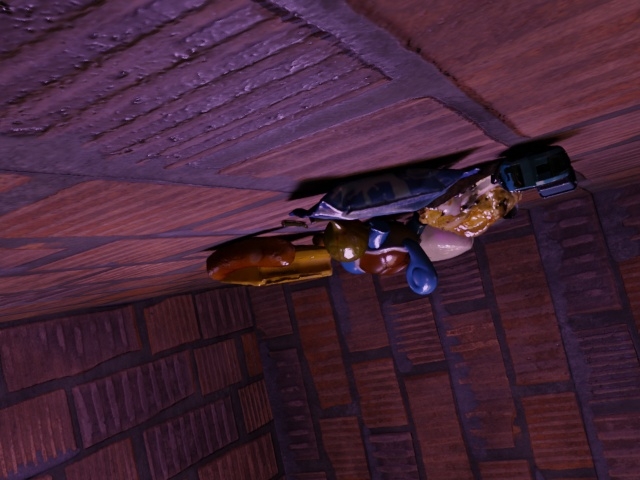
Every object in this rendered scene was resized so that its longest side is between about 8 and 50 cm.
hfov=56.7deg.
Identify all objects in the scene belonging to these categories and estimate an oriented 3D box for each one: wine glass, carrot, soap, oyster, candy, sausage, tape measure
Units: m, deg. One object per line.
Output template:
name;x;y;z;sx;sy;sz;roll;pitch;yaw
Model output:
wine glass;0.576;-0.096;2.015;0.103;0.103;0.222;-12;175;-13
carrot;0.000;0.000;1.917;0.048;0.048;0.139;-15;173;19
soap;-0.128;0.069;1.771;0.204;0.096;0.324;2;-176;41
oyster;0.323;-0.121;1.262;0.209;0.072;0.133;-37;159;23
candy;0.113;-0.082;1.072;0.331;0.077;0.187;-11;-178;-11
sausage;-0.197;0.043;1.561;0.302;0.076;0.103;-15;137;38
tape measure;0.400;-0.138;1.136;0.146;0.081;0.125;-16;-175;0

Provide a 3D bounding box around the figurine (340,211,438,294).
figurine;0.215;0.015;1.884;0.298;0.243;0.416;-21;-159;-31

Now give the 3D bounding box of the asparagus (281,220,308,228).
asparagus;-0.058;-0.040;1.447;0.016;0.016;0.163;-42;168;14

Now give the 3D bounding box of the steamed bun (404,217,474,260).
steamed bun;0.392;-0.025;2.021;0.238;0.170;0.152;-16;155;36

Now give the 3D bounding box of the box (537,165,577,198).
box;0.608;-0.158;1.542;0.099;0.074;0.054;-16;164;30

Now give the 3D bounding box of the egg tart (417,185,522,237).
egg tart;0.419;-0.080;1.664;0.297;0.132;0.297;-13;169;-3

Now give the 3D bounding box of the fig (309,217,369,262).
fig;0.039;-0.027;1.495;0.124;0.124;0.236;-15;152;23
